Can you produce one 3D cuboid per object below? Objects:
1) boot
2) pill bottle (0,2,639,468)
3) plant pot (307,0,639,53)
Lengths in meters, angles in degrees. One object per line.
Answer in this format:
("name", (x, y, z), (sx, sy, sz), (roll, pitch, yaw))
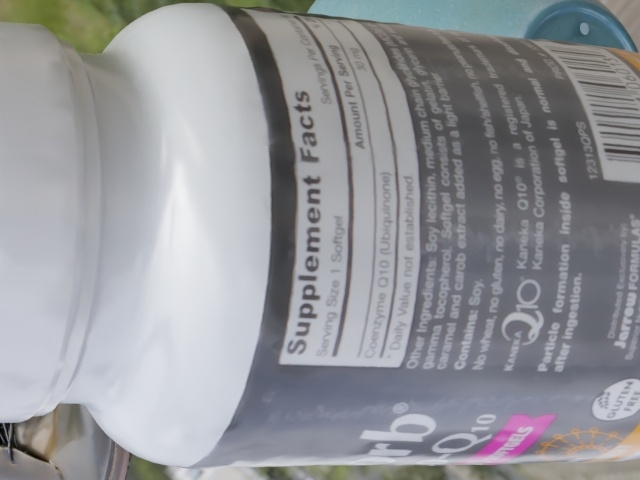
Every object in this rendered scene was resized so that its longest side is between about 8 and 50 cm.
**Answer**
("boot", (-0.164, 0.117, 0.967), (0.106, 0.082, 0.219), (13, 146, -8))
("pill bottle", (0.000, 0.000, 0.598), (0.278, 0.162, 0.162), (3, -172, -24))
("plant pot", (0.143, -0.107, 1.323), (0.290, 0.290, 0.195), (44, 154, -21))
